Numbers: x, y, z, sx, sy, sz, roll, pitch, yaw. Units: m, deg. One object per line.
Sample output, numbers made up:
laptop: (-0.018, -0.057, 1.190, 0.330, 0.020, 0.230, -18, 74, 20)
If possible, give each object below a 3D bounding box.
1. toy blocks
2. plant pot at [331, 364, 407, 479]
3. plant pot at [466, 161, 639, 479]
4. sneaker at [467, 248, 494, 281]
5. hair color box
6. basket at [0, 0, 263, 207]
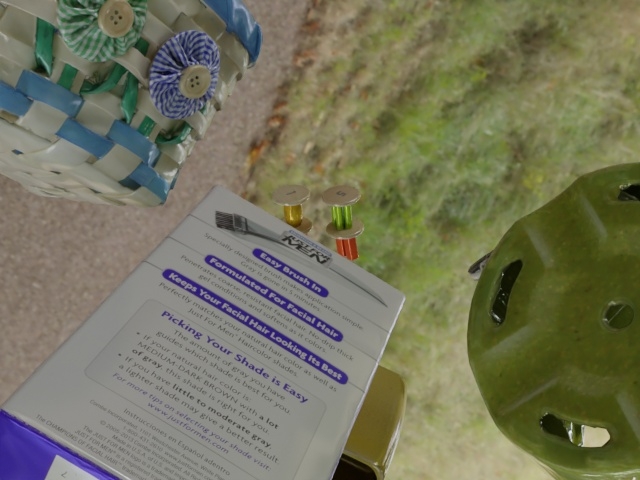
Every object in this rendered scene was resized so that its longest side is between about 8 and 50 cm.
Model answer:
toy blocks: (0.000, 0.000, 1.383, 0.054, 0.123, 0.148, -70, 159, -56)
plant pot: (-0.023, 0.211, 1.022, 0.187, 0.212, 0.212, -42, 152, -56)
plant pot: (0.228, 0.085, 0.621, 0.254, 0.276, 0.276, 33, 82, -43)
sneaker: (0.294, 0.054, 1.404, 0.107, 0.110, 0.275, -32, 160, 23)
hair color box: (-0.072, 0.103, 0.704, 0.110, 0.185, 0.339, -60, 178, 31)
basket: (-0.148, -0.180, 0.659, 0.254, 0.201, 0.289, 31, 67, -52)
